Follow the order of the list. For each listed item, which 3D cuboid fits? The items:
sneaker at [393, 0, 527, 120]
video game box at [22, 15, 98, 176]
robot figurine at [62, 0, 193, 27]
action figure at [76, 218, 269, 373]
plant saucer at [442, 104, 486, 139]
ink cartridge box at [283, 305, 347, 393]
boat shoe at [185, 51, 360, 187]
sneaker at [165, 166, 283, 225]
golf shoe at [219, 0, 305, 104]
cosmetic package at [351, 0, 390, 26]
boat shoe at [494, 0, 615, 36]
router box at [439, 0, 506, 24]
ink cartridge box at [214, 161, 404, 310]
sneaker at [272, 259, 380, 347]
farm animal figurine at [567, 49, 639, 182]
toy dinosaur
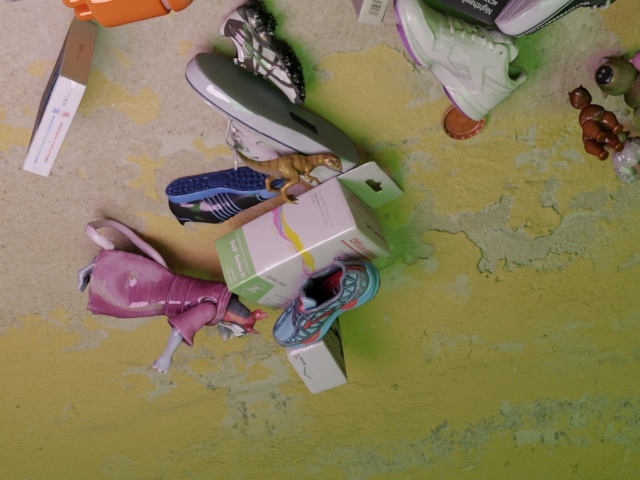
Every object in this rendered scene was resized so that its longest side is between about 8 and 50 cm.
[{"bbox_3d":[0.237,-0.335,1.232,0.152,0.114,0.305,-31,136,27],"label":"sneaker"},{"bbox_3d":[-0.420,-0.236,1.184,0.048,0.205,0.187,17,127,-24],"label":"video game box"},{"bbox_3d":[-0.281,-0.399,1.109,0.219,0.128,0.158,-12,130,4],"label":"robot figurine"},{"bbox_3d":[-0.280,0.106,1.488,0.370,0.248,0.275,9,104,8],"label":"action figure"},{"bbox_3d":[0.272,-0.229,1.388,0.083,0.013,0.083,-3,130,-3],"label":"plant saucer"},{"bbox_3d":[-0.014,0.204,1.595,0.087,0.208,0.153,-20,129,11],"label":"ink cartridge box"},{"bbox_3d":[-0.110,-0.190,1.317,0.367,0.136,0.156,25,127,-36],"label":"boat shoe"},{"bbox_3d":[-0.181,-0.082,1.427,0.232,0.081,0.090,-5,134,7],"label":"sneaker"},{"bbox_3d":[-0.095,-0.309,1.249,0.094,0.077,0.198,-22,120,20],"label":"golf shoe"},{"bbox_3d":[0.078,-0.393,1.162,0.041,0.115,0.060,8,130,-14],"label":"cosmetic package"},{"bbox_3d":[0.440,-0.423,1.162,0.335,0.121,0.119,-36,124,15],"label":"boat shoe"},{"bbox_3d":[0.191,-0.502,1.104,0.309,0.081,0.243,17,126,-19],"label":"router box"},{"bbox_3d":[0.000,0.000,1.438,0.353,0.119,0.207,-27,154,16],"label":"ink cartridge box"},{"bbox_3d":[-0.016,0.113,1.421,0.262,0.104,0.125,-41,145,23],"label":"sneaker"},{"bbox_3d":[0.587,-0.286,1.288,0.327,0.172,0.330,24,117,-39],"label":"farm animal figurine"},{"bbox_3d":[-0.068,-0.124,1.269,0.211,0.064,0.112,-6,129,-28],"label":"toy dinosaur"}]
